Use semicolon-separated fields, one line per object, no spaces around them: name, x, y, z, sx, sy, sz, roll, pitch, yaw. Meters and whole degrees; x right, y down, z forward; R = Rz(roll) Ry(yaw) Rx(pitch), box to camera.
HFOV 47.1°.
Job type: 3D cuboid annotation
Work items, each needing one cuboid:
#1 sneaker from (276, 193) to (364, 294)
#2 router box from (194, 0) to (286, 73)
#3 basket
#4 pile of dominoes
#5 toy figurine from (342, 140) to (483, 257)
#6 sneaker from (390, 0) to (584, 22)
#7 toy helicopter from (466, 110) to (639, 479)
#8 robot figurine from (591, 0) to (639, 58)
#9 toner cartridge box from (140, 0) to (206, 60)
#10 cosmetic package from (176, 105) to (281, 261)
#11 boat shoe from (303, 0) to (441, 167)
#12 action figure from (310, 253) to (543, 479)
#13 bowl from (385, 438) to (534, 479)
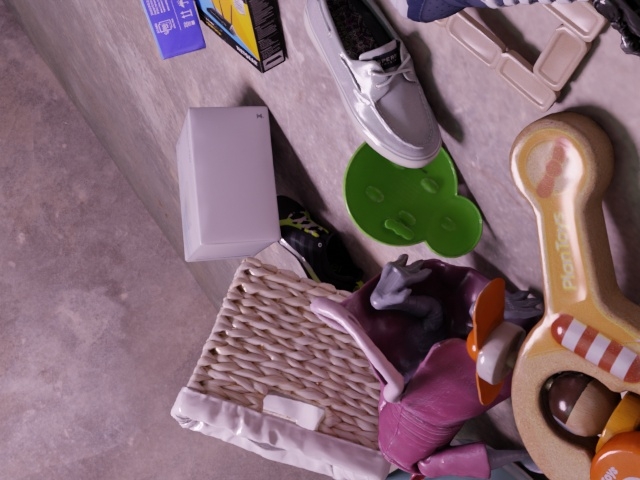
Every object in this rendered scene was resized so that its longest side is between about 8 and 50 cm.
sneaker;0.000;0.000;1.256;0.235;0.084;0.097;52;138;11
router box;-0.123;-0.333;1.019;0.179;0.046;0.133;45;159;34
basket;-0.042;0.223;1.207;0.328;0.267;0.331;19;162;-3
pile of dominoes;0.129;-0.243;0.570;0.251;0.040;0.196;44;156;12
toy figurine;0.096;-0.051;0.882;0.173;0.130;0.159;34;179;-9
sneaker;0.156;-0.168;0.446;0.153;0.099;0.282;57;150;-3
toy helicopter;0.218;0.066;0.651;0.235;0.140;0.355;-1;106;47
robot figurine;0.229;-0.098;0.301;0.291;0.211;0.085;62;-166;-12
toner cartridge box;-0.252;-0.449;1.036;0.348;0.075;0.165;78;172;-47
cosmetic package;-0.166;-0.089;1.264;0.224;0.138;0.224;152;113;-70
boat shoe;0.054;-0.180;0.763;0.228;0.079;0.081;58;167;7
action figure;0.140;0.208;0.908;0.248;0.275;0.370;43;140;35
bowl;0.243;0.422;1.108;0.311;0.163;0.311;40;162;16
